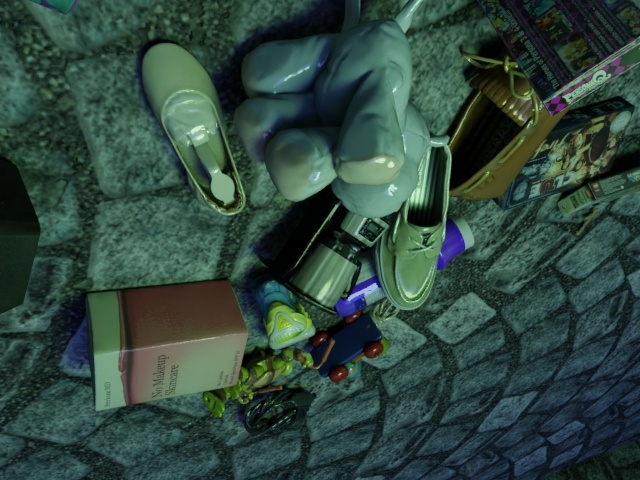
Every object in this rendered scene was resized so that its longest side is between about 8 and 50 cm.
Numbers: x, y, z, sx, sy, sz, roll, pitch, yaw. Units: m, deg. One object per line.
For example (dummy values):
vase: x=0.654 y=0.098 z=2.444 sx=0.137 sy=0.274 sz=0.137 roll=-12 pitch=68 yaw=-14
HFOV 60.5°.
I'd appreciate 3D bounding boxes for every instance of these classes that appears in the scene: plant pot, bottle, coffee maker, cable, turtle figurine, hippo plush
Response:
plant pot: x=-0.424 y=-0.006 z=0.608 sx=0.167 sy=0.188 sz=0.187 roll=-2 pitch=133 yaw=-44
bottle: x=0.140 y=0.041 z=1.002 sx=0.282 sy=0.092 sz=0.118 roll=-26 pitch=167 yaw=-3
coffee maker: x=0.000 y=0.000 z=0.872 sx=0.178 sy=0.171 sz=0.120 roll=-57 pitch=155 yaw=0
cable: x=-0.103 y=0.392 z=1.254 sx=0.184 sy=0.047 sz=0.150 roll=5 pitch=136 yaw=-45
turtle figurine: x=-0.113 y=0.257 z=1.078 sx=0.269 sy=0.087 sz=0.217 roll=-36 pitch=164 yaw=32
hippo plush: x=0.038 y=-0.158 z=0.725 sx=0.236 sy=0.234 sz=0.294 roll=43 pitch=61 yaw=-64

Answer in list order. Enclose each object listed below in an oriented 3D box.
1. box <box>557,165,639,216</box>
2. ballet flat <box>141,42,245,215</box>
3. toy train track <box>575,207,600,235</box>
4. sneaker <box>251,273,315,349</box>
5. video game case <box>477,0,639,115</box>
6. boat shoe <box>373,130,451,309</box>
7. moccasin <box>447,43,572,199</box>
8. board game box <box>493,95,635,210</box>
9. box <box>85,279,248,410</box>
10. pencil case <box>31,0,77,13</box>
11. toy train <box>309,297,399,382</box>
box: x=0.607 y=-0.111 z=1.125 sx=0.207 sy=0.036 sz=0.114 roll=-18 pitch=168 yaw=-12
ballet flat: x=-0.151 y=-0.126 z=0.700 sx=0.086 sy=0.086 sz=0.248 roll=-23 pitch=137 yaw=-7
toy train track: x=0.599 y=-0.045 z=1.240 sx=0.048 sy=0.014 sz=0.083 roll=-15 pitch=142 yaw=-26
sneaker: x=-0.068 y=0.123 z=0.992 sx=0.091 sy=0.126 sz=0.240 roll=-20 pitch=167 yaw=-9
video game case: x=0.316 y=-0.293 z=0.649 sx=0.210 sy=0.232 sz=0.042 roll=-33 pitch=143 yaw=25
boat shoe: x=0.147 y=-0.023 z=0.874 sx=0.109 sy=0.094 sz=0.302 roll=-3 pitch=107 yaw=-9
moccasin: x=0.283 y=-0.221 z=0.819 sx=0.147 sy=0.139 sz=0.380 roll=-9 pitch=144 yaw=-33
board game box: x=0.448 y=-0.160 z=1.023 sx=0.243 sy=0.042 sz=0.165 roll=-18 pitch=137 yaw=-13
box: x=-0.252 y=0.166 z=0.894 sx=0.232 sy=0.127 sz=0.149 roll=-5 pitch=133 yaw=-25
pencil case: x=-0.296 y=-0.269 z=0.495 sx=0.151 sy=0.064 sz=0.070 roll=13 pitch=139 yaw=-37
toy train: x=0.111 y=0.205 z=1.158 sx=0.248 sy=0.105 sz=0.143 roll=-36 pitch=148 yaw=7
